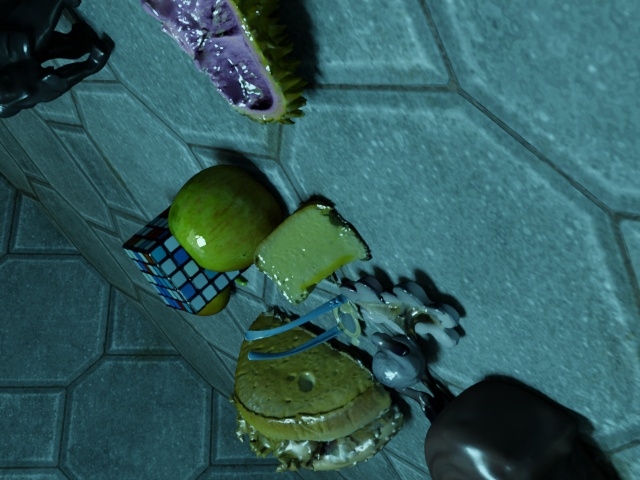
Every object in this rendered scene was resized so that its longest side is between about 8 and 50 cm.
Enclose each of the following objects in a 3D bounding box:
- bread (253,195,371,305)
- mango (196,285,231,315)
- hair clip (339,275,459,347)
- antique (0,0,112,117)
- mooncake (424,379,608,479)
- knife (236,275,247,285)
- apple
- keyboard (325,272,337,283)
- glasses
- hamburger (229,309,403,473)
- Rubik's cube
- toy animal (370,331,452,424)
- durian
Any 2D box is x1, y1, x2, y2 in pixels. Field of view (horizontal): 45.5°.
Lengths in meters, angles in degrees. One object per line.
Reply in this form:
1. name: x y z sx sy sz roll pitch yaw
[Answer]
1. bread: 0.000 0.000 1.268 0.160 0.169 0.140 -37 98 28
2. mango: -0.304 0.125 1.960 0.221 0.120 0.151 4 131 50
3. hair clip: 0.124 0.115 1.214 0.146 0.075 0.257 39 170 -23
4. antique: -0.572 -0.390 1.399 0.322 0.255 0.185 46 156 -3
5. mooncake: 0.321 0.385 1.169 0.334 0.174 0.326 29 150 41
6. knife: -0.241 0.066 1.873 0.184 0.022 0.026 32 129 36
7. apple: -0.173 -0.036 1.362 0.196 0.196 0.196 39 157 20
8. keyboard: -0.021 0.043 1.425 0.129 0.015 0.049 28 151 40
9. glasses: -0.033 0.147 1.411 0.190 0.220 0.088 93 167 -66
10. hamburger: -0.045 0.367 1.679 0.445 0.287 0.268 25 151 48
11. Rubik's cube: -0.295 0.030 1.693 0.184 0.187 0.182 4 132 57
12. toy animal: 0.143 0.213 1.306 0.195 0.090 0.324 24 160 43
13. durian: -0.104 -0.277 0.920 0.191 0.112 0.341 3 140 49
